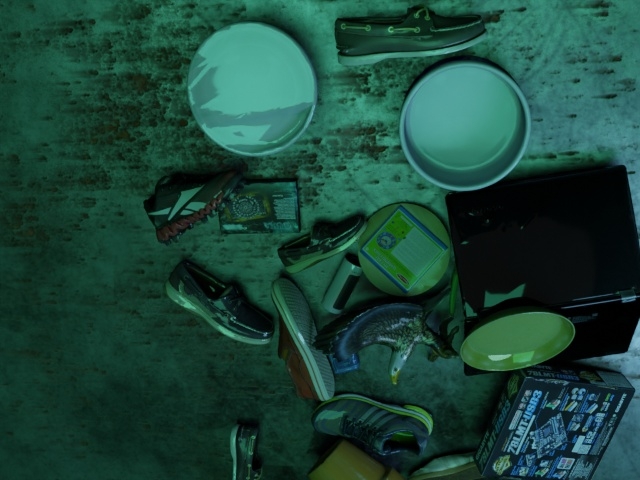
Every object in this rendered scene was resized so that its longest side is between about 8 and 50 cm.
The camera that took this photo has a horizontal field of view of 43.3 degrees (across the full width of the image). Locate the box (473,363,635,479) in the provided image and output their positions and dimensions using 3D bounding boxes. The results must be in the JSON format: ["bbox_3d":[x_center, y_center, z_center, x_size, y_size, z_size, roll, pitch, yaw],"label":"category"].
[{"bbox_3d":[0.541,0.431,1.881,0.293,0.073,0.296,9,114,-14],"label":"box"}]

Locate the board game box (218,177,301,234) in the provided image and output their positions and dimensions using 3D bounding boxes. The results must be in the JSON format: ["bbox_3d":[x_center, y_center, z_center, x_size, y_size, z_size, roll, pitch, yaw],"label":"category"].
[{"bbox_3d":[-0.140,-0.076,1.825,0.186,0.026,0.126,0,112,7],"label":"board game box"}]

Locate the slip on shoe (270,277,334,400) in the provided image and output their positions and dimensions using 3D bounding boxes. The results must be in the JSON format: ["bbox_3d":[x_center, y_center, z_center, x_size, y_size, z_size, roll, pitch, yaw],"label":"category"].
[{"bbox_3d":[-0.060,0.241,1.900,0.101,0.123,0.332,-11,114,17],"label":"slip on shoe"}]

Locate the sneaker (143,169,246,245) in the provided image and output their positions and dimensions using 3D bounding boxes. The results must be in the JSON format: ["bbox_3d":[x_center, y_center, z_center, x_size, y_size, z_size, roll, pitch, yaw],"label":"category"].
[{"bbox_3d":[-0.288,-0.099,1.778,0.276,0.097,0.135,-28,101,32],"label":"sneaker"}]

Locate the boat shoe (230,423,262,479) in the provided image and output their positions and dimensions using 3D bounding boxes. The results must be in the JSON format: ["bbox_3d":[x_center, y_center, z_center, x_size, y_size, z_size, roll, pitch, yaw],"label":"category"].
[{"bbox_3d":[-0.185,0.578,2.066,0.068,0.081,0.228,1,110,11],"label":"boat shoe"}]

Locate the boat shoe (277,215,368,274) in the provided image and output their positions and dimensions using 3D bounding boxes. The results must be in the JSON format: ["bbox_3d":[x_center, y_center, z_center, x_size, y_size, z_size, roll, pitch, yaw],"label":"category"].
[{"bbox_3d":[0.000,0.000,1.810,0.223,0.080,0.073,-30,111,22],"label":"boat shoe"}]

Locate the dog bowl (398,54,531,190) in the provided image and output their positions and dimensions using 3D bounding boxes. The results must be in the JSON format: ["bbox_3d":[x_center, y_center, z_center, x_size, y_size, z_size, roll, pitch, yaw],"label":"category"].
[{"bbox_3d":[0.294,-0.243,1.662,0.264,0.104,0.265,3,112,7],"label":"dog bowl"}]

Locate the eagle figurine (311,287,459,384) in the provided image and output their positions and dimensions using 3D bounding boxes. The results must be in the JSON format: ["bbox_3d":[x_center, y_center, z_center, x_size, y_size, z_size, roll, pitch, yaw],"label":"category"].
[{"bbox_3d":[0.153,0.207,1.794,0.298,0.225,0.226,16,126,-7],"label":"eagle figurine"}]

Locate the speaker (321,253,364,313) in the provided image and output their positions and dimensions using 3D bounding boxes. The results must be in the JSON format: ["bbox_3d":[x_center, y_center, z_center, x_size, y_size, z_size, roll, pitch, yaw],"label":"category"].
[{"bbox_3d":[0.053,0.099,1.858,0.055,0.055,0.136,25,112,-4],"label":"speaker"}]

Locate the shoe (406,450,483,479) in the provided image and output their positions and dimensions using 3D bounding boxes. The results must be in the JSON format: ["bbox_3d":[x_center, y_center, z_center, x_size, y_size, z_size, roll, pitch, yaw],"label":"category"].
[{"bbox_3d":[0.319,0.577,2.023,0.218,0.058,0.077,-19,128,18],"label":"shoe"}]

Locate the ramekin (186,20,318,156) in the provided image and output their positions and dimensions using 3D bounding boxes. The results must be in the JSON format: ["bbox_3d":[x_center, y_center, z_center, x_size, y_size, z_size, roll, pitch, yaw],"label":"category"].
[{"bbox_3d":[-0.132,-0.320,1.671,0.272,0.127,0.273,2,112,6],"label":"ramekin"}]

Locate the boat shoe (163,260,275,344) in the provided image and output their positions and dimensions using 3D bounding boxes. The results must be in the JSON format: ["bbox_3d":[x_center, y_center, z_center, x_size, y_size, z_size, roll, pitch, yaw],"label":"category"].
[{"bbox_3d":[-0.228,0.145,1.887,0.285,0.103,0.092,30,117,1],"label":"boat shoe"}]

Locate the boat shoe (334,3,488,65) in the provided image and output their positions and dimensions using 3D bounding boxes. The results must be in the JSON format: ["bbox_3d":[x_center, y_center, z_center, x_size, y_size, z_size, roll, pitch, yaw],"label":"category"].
[{"bbox_3d":[0.176,-0.416,1.604,0.304,0.109,0.091,-5,116,13],"label":"boat shoe"}]

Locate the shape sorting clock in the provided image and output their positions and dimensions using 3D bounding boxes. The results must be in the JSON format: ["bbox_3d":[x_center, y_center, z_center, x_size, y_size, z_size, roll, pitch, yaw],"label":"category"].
[{"bbox_3d":[0.185,0.021,1.791,0.206,0.040,0.206,-1,87,10],"label":"shape sorting clock"}]

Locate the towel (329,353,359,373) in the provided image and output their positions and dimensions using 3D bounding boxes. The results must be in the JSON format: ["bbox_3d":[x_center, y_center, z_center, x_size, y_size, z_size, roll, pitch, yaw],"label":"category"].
[{"bbox_3d":[0.049,0.263,1.938,0.067,0.029,0.120,-14,109,12],"label":"towel"}]

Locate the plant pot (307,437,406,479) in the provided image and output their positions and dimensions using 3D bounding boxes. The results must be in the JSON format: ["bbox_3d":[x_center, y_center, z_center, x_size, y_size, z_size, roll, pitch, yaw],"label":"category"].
[{"bbox_3d":[0.077,0.601,1.995,0.188,0.205,0.205,45,111,6],"label":"plant pot"}]

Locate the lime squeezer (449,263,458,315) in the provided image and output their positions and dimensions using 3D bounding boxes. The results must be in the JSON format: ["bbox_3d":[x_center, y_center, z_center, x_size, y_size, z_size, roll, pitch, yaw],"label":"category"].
[{"bbox_3d":[0.345,0.032,1.805,0.109,0.059,0.310,19,117,-36],"label":"lime squeezer"}]

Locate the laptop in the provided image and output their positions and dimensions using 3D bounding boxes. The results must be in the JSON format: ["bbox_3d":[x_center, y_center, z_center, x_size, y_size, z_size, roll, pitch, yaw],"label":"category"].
[{"bbox_3d":[0.486,0.082,1.777,0.381,0.237,0.408,-9,143,4],"label":"laptop"}]

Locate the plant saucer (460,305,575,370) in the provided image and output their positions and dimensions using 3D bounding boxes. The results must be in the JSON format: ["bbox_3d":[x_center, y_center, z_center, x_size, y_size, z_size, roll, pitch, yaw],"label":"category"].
[{"bbox_3d":[0.409,0.201,1.696,0.240,0.037,0.241,-4,142,-3],"label":"plant saucer"}]

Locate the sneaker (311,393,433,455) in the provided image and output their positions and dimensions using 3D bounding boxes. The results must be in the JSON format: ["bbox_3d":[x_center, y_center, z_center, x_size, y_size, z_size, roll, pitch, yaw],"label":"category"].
[{"bbox_3d":[0.125,0.452,1.955,0.299,0.121,0.111,4,112,6],"label":"sneaker"}]
